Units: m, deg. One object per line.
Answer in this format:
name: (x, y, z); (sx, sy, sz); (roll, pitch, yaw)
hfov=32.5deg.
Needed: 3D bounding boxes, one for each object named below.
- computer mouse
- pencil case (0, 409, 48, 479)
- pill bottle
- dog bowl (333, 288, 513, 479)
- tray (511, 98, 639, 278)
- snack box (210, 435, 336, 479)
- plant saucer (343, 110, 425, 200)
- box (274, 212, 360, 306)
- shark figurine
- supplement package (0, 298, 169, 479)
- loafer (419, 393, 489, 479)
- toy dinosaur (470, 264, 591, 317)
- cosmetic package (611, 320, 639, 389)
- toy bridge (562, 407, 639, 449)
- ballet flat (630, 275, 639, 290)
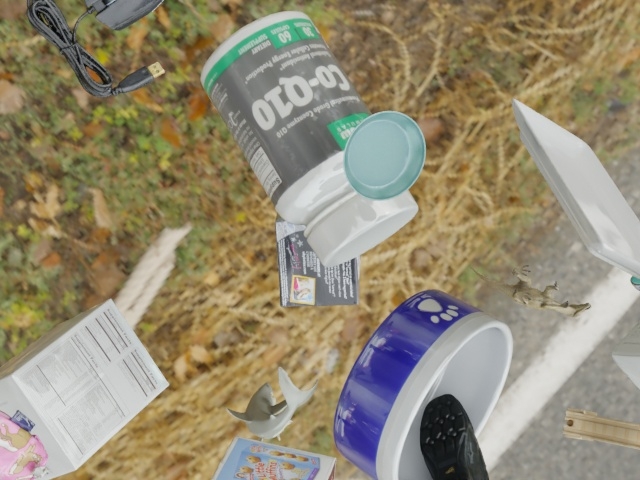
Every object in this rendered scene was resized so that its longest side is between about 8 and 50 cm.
computer mouse: (-0.244, -0.311, 1.484); (0.262, 0.060, 0.184); (-37, 111, -15)
pencil case: (-0.531, 0.421, 1.549); (0.160, 0.167, 0.386); (60, 43, -48)
pill bottle: (-0.014, -0.154, 1.690); (0.204, 0.361, 0.204); (-31, 169, -7)
dog bowl: (0.138, 0.201, 1.448); (0.265, 0.104, 0.264); (-37, 143, -35)
tray: (0.303, -0.051, 1.253); (0.145, 0.270, 0.030); (23, 121, -33)
snack box: (-0.043, 0.165, 0.578); (0.178, 0.064, 0.022); (-59, 156, -62)
plant saucer: (0.080, -0.111, 1.426); (0.119, 0.021, 0.119); (-8, 110, -22)
box: (0.000, 0.000, 1.953); (0.142, 0.247, 0.163); (-2, 108, 2)
shark figurine: (-0.114, 0.320, 2.045); (0.116, 0.278, 0.166); (26, 72, -13)
supplement package: (-0.455, 0.272, 1.954); (0.199, 0.198, 0.263); (-25, -168, 40)
loafer: (0.185, 0.308, 1.475); (0.076, 0.223, 0.078); (-24, 133, 14)
toy dinosaur: (0.285, 0.075, 1.537); (0.053, 0.183, 0.092); (-65, 162, -16)
cosmetic package: (0.536, 0.070, 1.198); (0.385, 0.156, 0.217); (-42, 98, -15)
toy bridge: (0.271, 0.154, 0.826); (0.063, 0.188, 0.026); (20, 80, -53)
ballet flat: (0.671, 0.086, 2.166); (0.041, 0.114, 0.041); (-6, 98, -58)
